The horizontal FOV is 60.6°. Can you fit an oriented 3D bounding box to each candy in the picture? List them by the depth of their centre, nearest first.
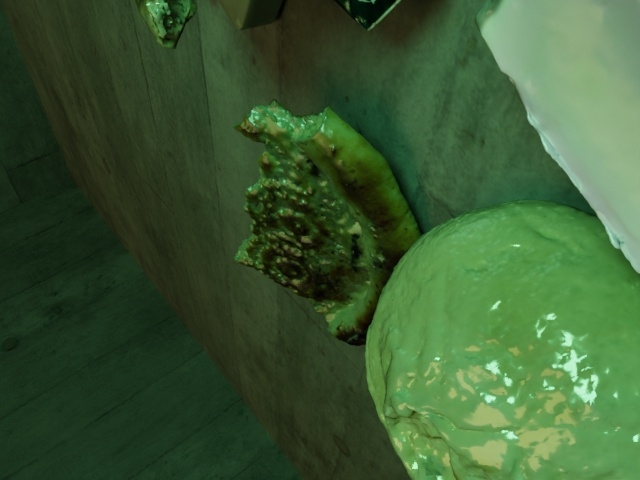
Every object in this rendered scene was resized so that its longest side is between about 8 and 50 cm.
[{"bbox_3d":[0.230,-0.086,0.333,0.265,0.116,0.155,55,155,5],"label":"candy"}]

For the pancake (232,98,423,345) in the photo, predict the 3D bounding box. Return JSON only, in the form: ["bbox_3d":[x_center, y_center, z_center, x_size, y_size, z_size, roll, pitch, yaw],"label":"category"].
[{"bbox_3d":[0.005,0.003,0.765,0.305,0.067,0.426,23,143,9],"label":"pancake"}]

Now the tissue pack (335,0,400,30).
[{"bbox_3d":[0.020,-0.280,0.466,0.170,0.090,0.103,37,156,-15],"label":"tissue pack"}]

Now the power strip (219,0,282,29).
[{"bbox_3d":[-0.054,-0.368,0.584,0.091,0.062,0.385,58,153,7],"label":"power strip"}]

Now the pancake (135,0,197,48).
[{"bbox_3d":[-0.100,-0.350,0.444,0.382,0.071,0.382,-28,59,60],"label":"pancake"}]

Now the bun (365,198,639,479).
[{"bbox_3d":[0.188,0.146,0.521,0.352,0.227,0.348,6,121,52],"label":"bun"}]
